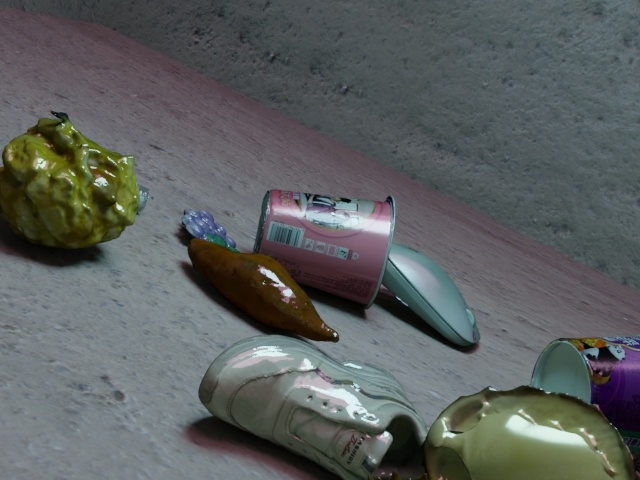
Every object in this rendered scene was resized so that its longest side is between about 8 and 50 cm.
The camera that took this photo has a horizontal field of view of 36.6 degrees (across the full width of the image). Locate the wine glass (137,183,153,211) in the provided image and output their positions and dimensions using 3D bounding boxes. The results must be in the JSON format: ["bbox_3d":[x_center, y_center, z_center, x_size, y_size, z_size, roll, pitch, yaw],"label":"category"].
[{"bbox_3d":[-0.463,-0.116,1.930,0.262,0.074,0.074,18,16,-23],"label":"wine glass"}]

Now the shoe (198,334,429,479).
[{"bbox_3d":[0.014,0.235,1.281,0.342,0.132,0.210,17,13,-32],"label":"shoe"}]

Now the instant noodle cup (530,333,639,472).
[{"bbox_3d":[0.490,0.274,1.665,0.190,0.251,0.251,7,19,-18],"label":"instant noodle cup"}]

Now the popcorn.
[{"bbox_3d":[-0.425,-0.098,1.628,0.249,0.225,0.249,17,7,-2],"label":"popcorn"}]

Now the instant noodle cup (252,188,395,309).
[{"bbox_3d":[0.000,0.000,1.936,0.254,0.244,0.244,12,16,-6],"label":"instant noodle cup"}]

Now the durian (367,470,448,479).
[{"bbox_3d":[0.116,0.360,1.037,0.306,0.166,0.172,14,47,-10],"label":"durian"}]

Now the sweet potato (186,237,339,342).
[{"bbox_3d":[-0.111,0.078,1.697,0.359,0.112,0.112,32,18,22],"label":"sweet potato"}]

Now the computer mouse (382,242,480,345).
[{"bbox_3d":[0.230,0.101,2.022,0.288,0.097,0.159,39,13,15],"label":"computer mouse"}]

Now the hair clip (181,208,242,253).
[{"bbox_3d":[-0.227,-0.004,1.941,0.124,0.052,0.195,14,23,-47],"label":"hair clip"}]

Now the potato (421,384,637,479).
[{"bbox_3d":[0.285,0.323,1.232,0.285,0.243,0.242,5,2,37],"label":"potato"}]
